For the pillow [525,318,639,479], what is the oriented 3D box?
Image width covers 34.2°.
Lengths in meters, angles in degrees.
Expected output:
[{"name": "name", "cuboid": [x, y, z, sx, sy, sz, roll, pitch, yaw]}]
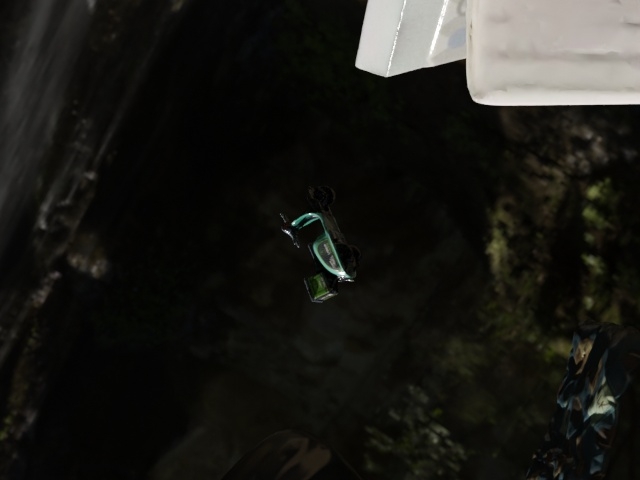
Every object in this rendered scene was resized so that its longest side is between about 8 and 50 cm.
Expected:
[{"name": "pillow", "cuboid": [0.210, 0.190, 0.889, 0.034, 0.255, 0.189, 21, -179, 2]}]

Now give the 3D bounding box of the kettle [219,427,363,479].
[{"name": "kettle", "cuboid": [-0.056, 0.284, 0.668, 0.308, 0.262, 0.203, 67, 180, -58]}]

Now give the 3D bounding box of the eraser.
[{"name": "eraser", "cuboid": [0.245, -0.324, 1.336, 0.397, 0.213, 0.082, -18, -124, -24]}]

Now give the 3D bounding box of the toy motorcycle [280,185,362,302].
[{"name": "toy motorcycle", "cuboid": [0.000, 0.000, 1.619, 0.058, 0.100, 0.173, 15, -128, -67]}]

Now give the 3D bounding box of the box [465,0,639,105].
[{"name": "box", "cuboid": [0.232, -0.090, 0.386, 0.343, 0.065, 0.200, 1, -167, 11]}]
